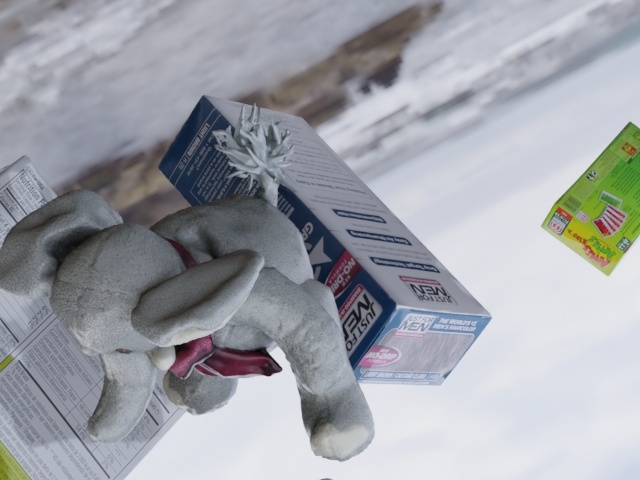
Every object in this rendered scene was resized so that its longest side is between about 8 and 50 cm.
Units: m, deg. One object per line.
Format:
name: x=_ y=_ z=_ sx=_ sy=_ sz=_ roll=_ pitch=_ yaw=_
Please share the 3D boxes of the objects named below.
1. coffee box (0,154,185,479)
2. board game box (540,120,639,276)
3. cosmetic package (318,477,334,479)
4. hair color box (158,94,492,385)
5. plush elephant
coffee box: x=-0.405 y=0.163 z=1.861 sx=0.338 sy=0.338 sz=0.334 roll=-19 pitch=-157 yaw=48
board game box: x=0.328 y=-0.048 z=1.865 sx=0.181 sy=0.092 sz=0.043 roll=-44 pitch=166 yaw=-39
cosmetic package: x=-0.120 y=0.480 z=1.619 sx=0.394 sy=0.327 sz=0.329 roll=-22 pitch=164 yaw=-24
hair color box: x=0.000 y=0.000 z=1.770 sx=0.174 sy=0.347 sz=0.105 roll=8 pitch=123 yaw=-51
plush elephant: x=-0.129 y=0.066 z=1.502 sx=0.255 sy=0.330 sz=0.272 roll=-21 pitch=-152 yaw=-39
